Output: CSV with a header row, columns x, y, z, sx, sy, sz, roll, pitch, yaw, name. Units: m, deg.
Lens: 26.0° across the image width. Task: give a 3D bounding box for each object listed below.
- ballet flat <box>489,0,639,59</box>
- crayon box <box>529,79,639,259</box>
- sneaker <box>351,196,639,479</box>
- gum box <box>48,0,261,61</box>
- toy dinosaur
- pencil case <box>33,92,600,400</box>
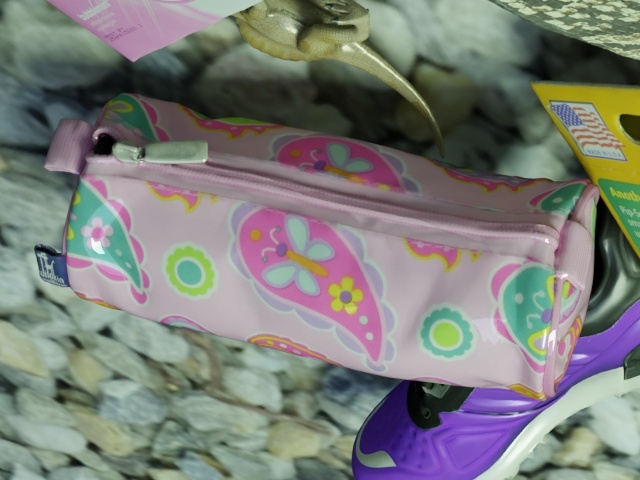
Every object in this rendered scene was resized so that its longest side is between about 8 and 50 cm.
x,y,z,sx,sy,sz,roll,pitch,yaw,name
0.054,-0.189,0.475,0.483,0.182,0.164,28,93,-22,ballet flat
0.261,0.029,0.673,0.323,0.083,0.203,53,165,-22,crayon box
0.102,0.058,0.847,0.146,0.102,0.293,34,125,-30,sneaker
-0.063,-0.132,0.489,0.107,0.062,0.188,35,159,-23,gum box
-0.002,-0.111,0.704,0.183,0.053,0.092,21,154,-8,toy dinosaur
0.000,0.000,0.729,0.284,0.124,0.124,13,142,14,pencil case
